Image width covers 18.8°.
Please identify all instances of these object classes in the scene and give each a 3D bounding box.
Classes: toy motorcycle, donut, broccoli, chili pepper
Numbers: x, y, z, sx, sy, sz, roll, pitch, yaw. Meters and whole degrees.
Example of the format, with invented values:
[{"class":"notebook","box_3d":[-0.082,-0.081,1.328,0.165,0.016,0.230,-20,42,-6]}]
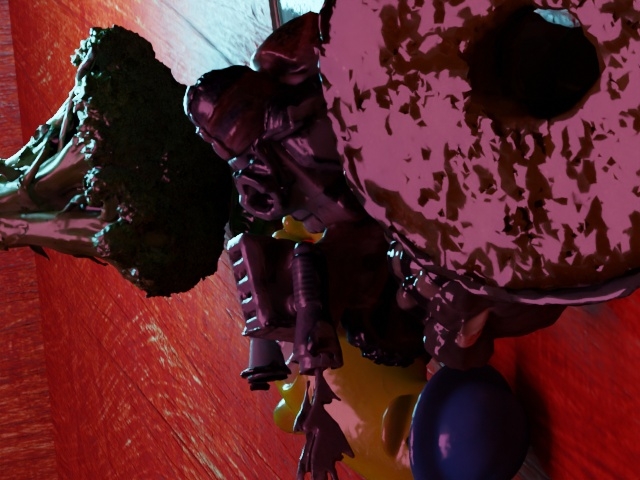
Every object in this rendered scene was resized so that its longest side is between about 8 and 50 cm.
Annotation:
[{"class":"toy motorcycle","box_3d":[0.000,0.000,1.376,0.134,0.207,0.401,-27,58,60]},{"class":"donut","box_3d":[0.137,-0.097,1.066,0.272,0.107,0.272,12,110,34]},{"class":"broccoli","box_3d":[-0.229,-0.075,2.085,0.321,0.283,0.304,-93,-14,-81]},{"class":"chili pepper","box_3d":[-0.067,-0.052,1.960,0.227,0.059,0.088,97,172,-56]}]

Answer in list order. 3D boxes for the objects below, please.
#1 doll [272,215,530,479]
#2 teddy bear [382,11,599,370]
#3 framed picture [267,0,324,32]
[{"class":"doll","box_3d":[0.044,0.100,1.509,0.199,0.145,0.363,-54,39,18]},{"class":"teddy bear","box_3d":[0.105,-0.064,1.254,0.171,0.144,0.251,-103,17,-52]},{"class":"framed picture","box_3d":[-0.021,-0.256,1.755,0.232,0.019,0.296,179,82,-73]}]
